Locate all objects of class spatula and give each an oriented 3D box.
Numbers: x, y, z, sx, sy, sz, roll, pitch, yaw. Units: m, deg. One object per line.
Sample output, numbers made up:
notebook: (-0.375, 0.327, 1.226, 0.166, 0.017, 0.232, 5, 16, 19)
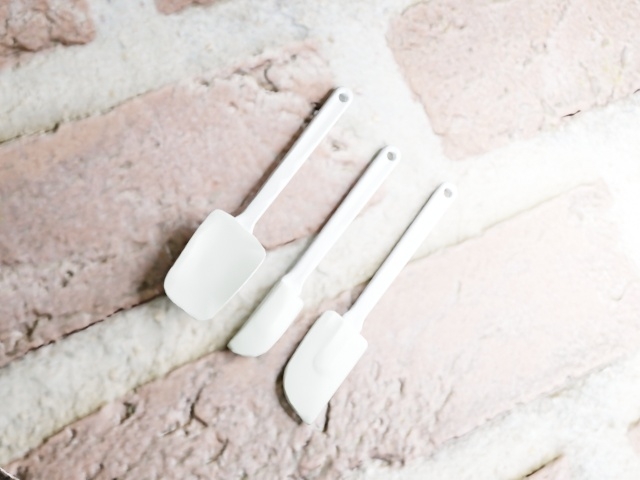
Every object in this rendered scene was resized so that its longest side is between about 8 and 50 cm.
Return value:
spatula: (0.000, 0.000, 1.278, 0.168, 0.019, 0.242, 42, 66, -12)

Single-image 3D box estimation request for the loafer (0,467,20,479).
loafer: (-0.240, 0.213, 1.073, 0.134, 0.130, 0.366, -43, 106, 2)
